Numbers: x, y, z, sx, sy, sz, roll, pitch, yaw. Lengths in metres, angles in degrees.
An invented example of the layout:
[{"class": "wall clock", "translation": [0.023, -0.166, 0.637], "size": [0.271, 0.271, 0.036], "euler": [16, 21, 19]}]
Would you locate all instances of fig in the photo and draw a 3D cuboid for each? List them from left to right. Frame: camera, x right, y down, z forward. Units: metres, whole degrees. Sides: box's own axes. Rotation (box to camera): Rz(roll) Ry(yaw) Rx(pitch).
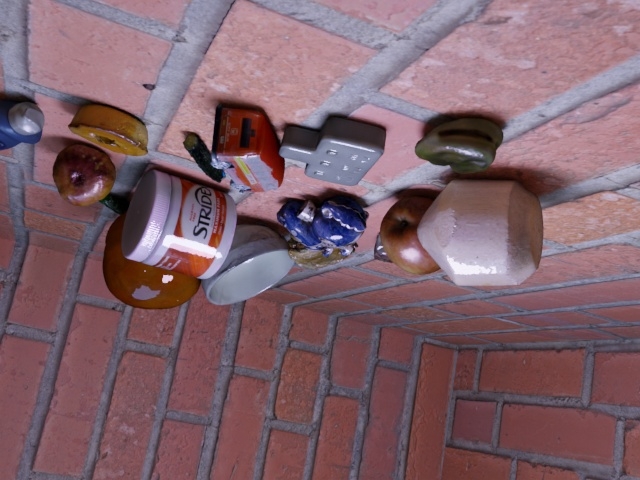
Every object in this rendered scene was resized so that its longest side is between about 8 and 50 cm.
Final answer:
[{"class": "fig", "translation": [-0.621, -0.174, 1.894], "size": [0.159, 0.159, 0.257], "euler": [15, -177, -18]}]

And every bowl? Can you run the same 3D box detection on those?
[{"class": "bowl", "translation": [-0.244, 0.062, 2.264], "size": [0.307, 0.163, 0.307], "euler": [-24, 155, -12]}]

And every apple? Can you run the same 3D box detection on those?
[{"class": "apple", "translation": [0.238, -0.015, 1.732], "size": [0.188, 0.188, 0.174], "euler": [-1, 161, 41]}]

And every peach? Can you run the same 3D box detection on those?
[{"class": "peach", "translation": [-0.523, 0.048, 2.243], "size": [0.301, 0.343, 0.343], "euler": [2, 167, -3]}]

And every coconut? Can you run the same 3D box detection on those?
[{"class": "coconut", "translation": [0.341, -0.015, 1.553], "size": [0.265, 0.237, 0.237], "euler": [5, 166, 26]}]

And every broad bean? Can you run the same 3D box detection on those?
[{"class": "broad bean", "translation": [0.253, -0.166, 1.339], "size": [0.153, 0.072, 0.206], "euler": [20, 165, -14]}]

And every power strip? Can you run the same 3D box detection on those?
[{"class": "power strip", "translation": [0.013, -0.183, 1.482], "size": [0.193, 0.059, 0.265], "euler": [12, 167, -8]}]

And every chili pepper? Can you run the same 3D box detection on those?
[{"class": "chili pepper", "translation": [-0.646, -0.106, 2.313], "size": [0.088, 0.059, 0.227], "euler": [7, 165, 35]}]

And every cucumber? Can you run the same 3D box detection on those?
[{"class": "cucumber", "translation": [-0.275, -0.189, 1.711], "size": [0.044, 0.043, 0.257], "euler": [13, 168, 11]}]

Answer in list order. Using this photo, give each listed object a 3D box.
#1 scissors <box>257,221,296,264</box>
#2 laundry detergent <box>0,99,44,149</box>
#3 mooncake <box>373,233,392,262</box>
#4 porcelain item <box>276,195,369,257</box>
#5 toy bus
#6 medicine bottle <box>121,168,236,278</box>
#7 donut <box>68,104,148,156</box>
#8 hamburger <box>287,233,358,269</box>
[{"class": "scissors", "translation": [-0.130, 0.015, 2.477], "size": [0.192, 0.029, 0.447], "euler": [6, 164, 19]}, {"class": "laundry detergent", "translation": [-0.731, -0.262, 1.646], "size": [0.290, 0.094, 0.143], "euler": [1, 160, 37]}, {"class": "mooncake", "translation": [0.225, 0.031, 2.181], "size": [0.125, 0.073, 0.130], "euler": [8, 168, 2]}, {"class": "porcelain item", "translation": [0.003, -0.054, 1.916], "size": [0.186, 0.138, 0.288], "euler": [33, 165, -17]}, {"class": "toy bus", "translation": [-0.146, -0.180, 1.501], "size": [0.119, 0.121, 0.265], "euler": [2, 166, 8]}, {"class": "medicine bottle", "translation": [-0.385, -0.040, 1.957], "size": [0.241, 0.253, 0.252], "euler": [17, 165, -29]}, {"class": "donut", "translation": [-0.460, -0.244, 1.587], "size": [0.162, 0.065, 0.178], "euler": [6, 168, 39]}, {"class": "hamburger", "translation": [0.000, 0.000, 2.168], "size": [0.206, 0.130, 0.183], "euler": [-15, 159, 20]}]
